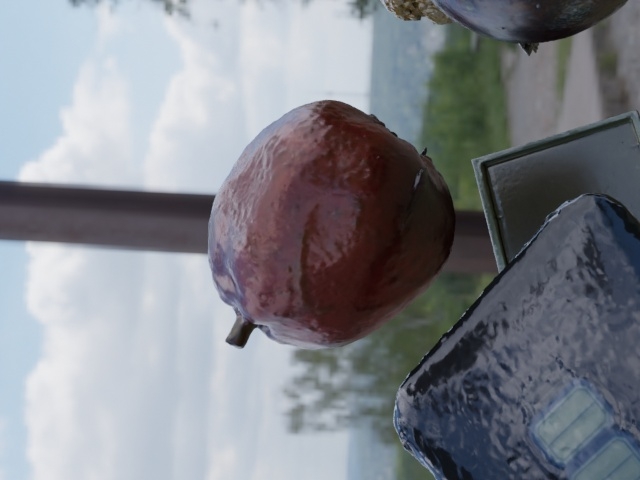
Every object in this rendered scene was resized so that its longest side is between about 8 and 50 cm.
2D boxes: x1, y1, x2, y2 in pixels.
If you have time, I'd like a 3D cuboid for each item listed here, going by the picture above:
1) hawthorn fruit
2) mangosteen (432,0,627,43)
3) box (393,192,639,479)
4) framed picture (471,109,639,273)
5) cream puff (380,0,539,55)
[{"bbox_3d":[0.000,0.000,1.634,0.307,0.265,0.265,-55,-1,3],"label":"hawthorn fruit"},{"bbox_3d":[0.197,-0.268,1.101,0.231,0.289,0.231,171,90,-77],"label":"mangosteen"},{"bbox_3d":[0.268,0.176,1.418,0.091,0.350,0.359,-1,-45,-54],"label":"box"},{"bbox_3d":[0.332,-0.010,1.843,0.024,0.232,0.314,58,-161,-53],"label":"framed picture"},{"bbox_3d":[0.162,-0.261,1.392,0.183,0.169,0.183,-45,-18,-20],"label":"cream puff"}]
